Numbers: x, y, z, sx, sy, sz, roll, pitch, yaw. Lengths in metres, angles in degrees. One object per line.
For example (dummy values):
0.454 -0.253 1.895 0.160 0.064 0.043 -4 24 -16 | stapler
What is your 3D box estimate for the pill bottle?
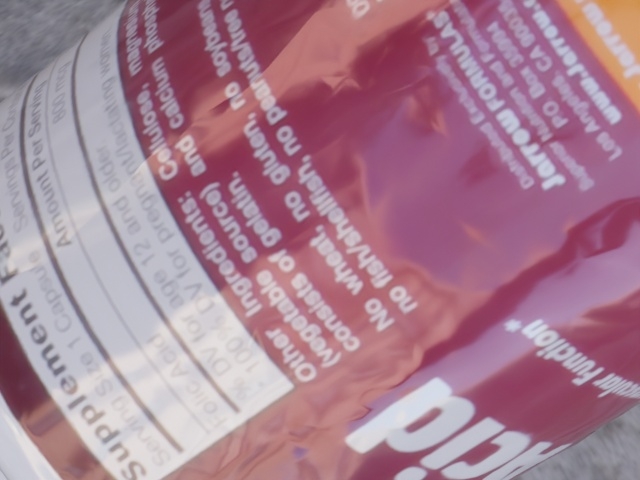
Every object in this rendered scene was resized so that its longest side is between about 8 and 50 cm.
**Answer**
0.000 0.000 0.653 0.392 0.224 0.224 -36 101 23 | pill bottle
